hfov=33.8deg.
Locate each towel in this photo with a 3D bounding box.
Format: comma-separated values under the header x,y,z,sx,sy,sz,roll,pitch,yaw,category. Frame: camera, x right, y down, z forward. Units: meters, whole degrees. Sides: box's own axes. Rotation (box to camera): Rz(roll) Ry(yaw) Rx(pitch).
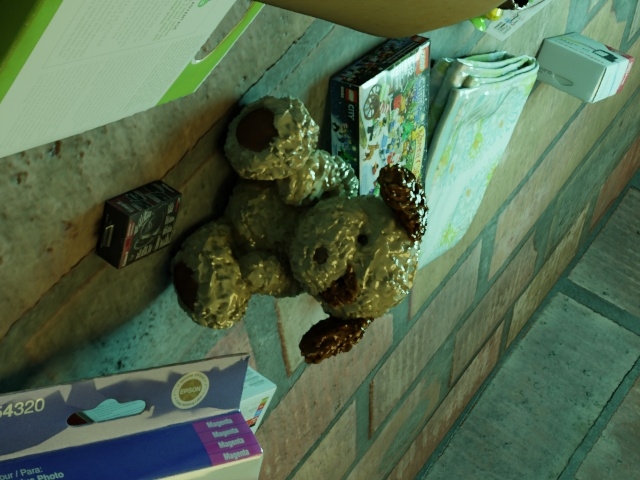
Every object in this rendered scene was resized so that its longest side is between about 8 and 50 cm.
x,y,z,sx,sy,sz,roll,pitch,yaw,category
0.192,-0.109,1.604,0.320,0.090,0.375,-21,138,-57,towel

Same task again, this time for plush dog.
x,y,z,sx,sy,sz,roll,pitch,yaw,category
0.000,0.000,1.133,0.210,0.225,0.263,-4,123,-64,plush dog

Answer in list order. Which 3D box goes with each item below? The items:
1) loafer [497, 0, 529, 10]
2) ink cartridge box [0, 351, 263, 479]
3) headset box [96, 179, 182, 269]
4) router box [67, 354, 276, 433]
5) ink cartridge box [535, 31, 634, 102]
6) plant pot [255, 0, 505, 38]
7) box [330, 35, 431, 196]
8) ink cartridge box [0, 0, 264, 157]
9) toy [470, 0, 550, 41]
x,y,z,sx,sy,sz,roll,pitch,yaw,category
0.229,-0.417,1.208,0.134,0.130,0.366,-47,156,-28,loafer
-0.216,0.289,1.052,0.324,0.071,0.330,-6,120,-36,ink cartridge box
-0.174,-0.014,0.997,0.083,0.032,0.062,-29,144,-51,headset box
-0.220,0.306,1.261,0.335,0.082,0.301,-7,125,-64,router box
0.472,-0.312,1.893,0.175,0.127,0.072,-24,139,-56,ink cartridge box
-0.023,-0.245,0.504,0.305,0.333,0.334,13,108,-51,plant pot
0.077,-0.124,1.323,0.159,0.044,0.233,-39,139,-40,box
-0.144,-0.161,0.694,0.189,0.097,0.255,-44,171,37,ink cartridge box
0.284,-0.378,1.402,0.136,0.056,0.237,16,129,-45,toy
